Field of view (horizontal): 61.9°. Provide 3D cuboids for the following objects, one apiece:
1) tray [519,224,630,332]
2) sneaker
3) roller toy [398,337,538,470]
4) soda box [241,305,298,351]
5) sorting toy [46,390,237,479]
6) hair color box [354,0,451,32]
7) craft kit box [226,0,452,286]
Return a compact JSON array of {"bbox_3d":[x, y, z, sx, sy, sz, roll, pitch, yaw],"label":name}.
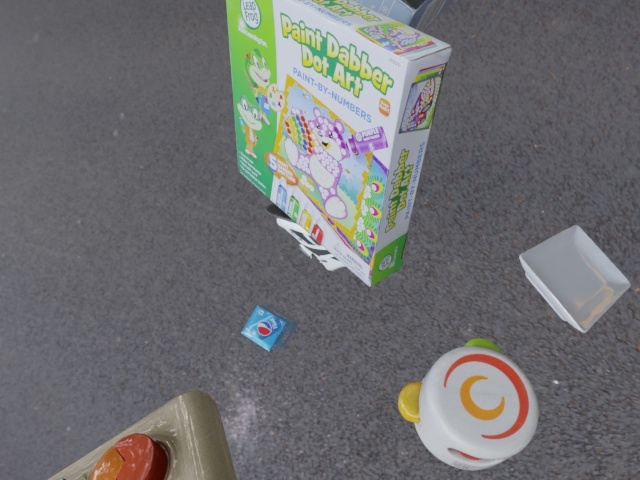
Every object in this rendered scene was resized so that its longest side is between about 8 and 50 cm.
[{"bbox_3d":[0.425,0.059,0.894,0.145,0.270,0.030,54,132,18],"label":"tray"},{"bbox_3d":[0.000,0.000,1.253,0.331,0.122,0.146,22,127,34],"label":"sneaker"},{"bbox_3d":[0.263,0.297,0.938,0.209,0.146,0.191,-25,63,-21],"label":"roller toy"},{"bbox_3d":[-0.104,0.189,1.152,0.071,0.210,0.067,30,84,8],"label":"soda box"},{"bbox_3d":[-0.149,0.251,0.340,0.229,0.041,0.307,-29,34,-6],"label":"sorting toy"},{"bbox_3d":[-0.002,-0.411,0.703,0.375,0.113,0.185,38,60,4],"label":"hair color box"},{"bbox_3d":[-0.002,-0.117,0.538,0.250,0.061,0.246,41,142,33],"label":"craft kit box"}]
